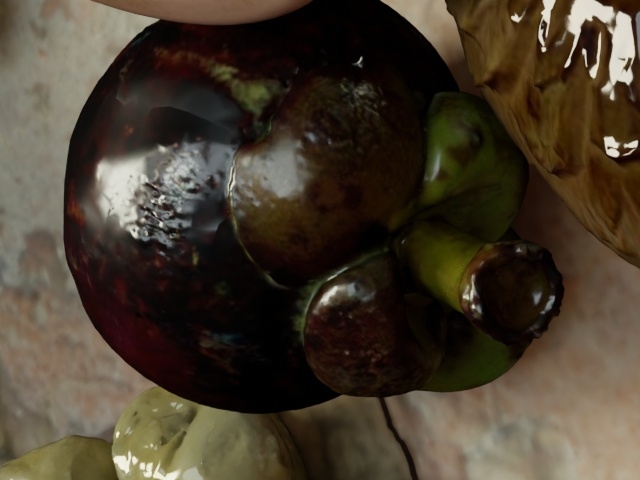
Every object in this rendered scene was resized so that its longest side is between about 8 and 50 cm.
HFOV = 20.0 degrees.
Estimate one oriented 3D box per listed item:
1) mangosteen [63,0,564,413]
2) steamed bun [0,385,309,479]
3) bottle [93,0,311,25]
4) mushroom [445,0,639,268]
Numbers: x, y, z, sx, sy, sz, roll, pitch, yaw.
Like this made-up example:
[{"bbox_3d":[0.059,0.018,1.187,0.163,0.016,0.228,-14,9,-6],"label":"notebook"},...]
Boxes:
[{"bbox_3d":[-0.005,-0.006,0.666,0.184,0.172,0.172,37,111,7],"label":"mangosteen"},{"bbox_3d":[-0.051,0.147,0.725,0.192,0.106,0.177,-35,71,28],"label":"steamed bun"},{"bbox_3d":[-0.018,-0.227,0.609,0.173,0.206,0.297,4,64,37],"label":"bottle"},{"bbox_3d":[0.156,-0.123,0.549,0.278,0.163,0.297,-1,85,35],"label":"mushroom"}]
